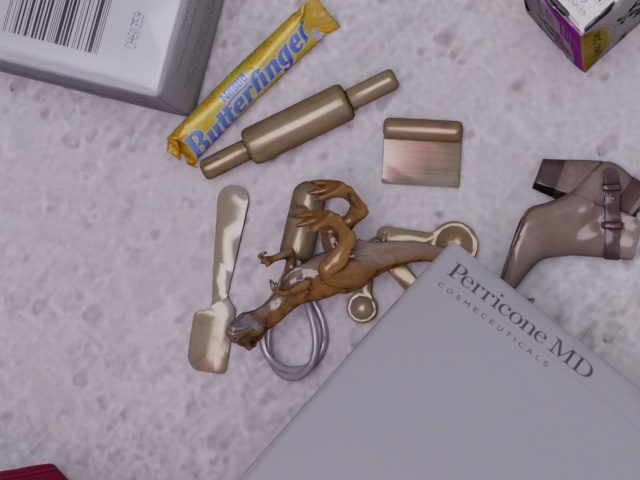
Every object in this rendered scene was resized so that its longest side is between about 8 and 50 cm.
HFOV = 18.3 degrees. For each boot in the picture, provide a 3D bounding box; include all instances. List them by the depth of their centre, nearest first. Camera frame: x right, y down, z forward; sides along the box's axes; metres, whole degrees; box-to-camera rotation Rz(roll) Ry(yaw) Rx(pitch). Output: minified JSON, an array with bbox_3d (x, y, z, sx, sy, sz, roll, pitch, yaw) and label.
[{"bbox_3d":[0.188,-0.004,1.448,0.087,0.042,0.118,20,86,5],"label":"boot"}]

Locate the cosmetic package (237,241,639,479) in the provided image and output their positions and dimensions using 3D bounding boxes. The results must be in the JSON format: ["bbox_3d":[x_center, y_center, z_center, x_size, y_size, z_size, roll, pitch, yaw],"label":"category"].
[{"bbox_3d":[0.046,0.204,1.264,0.217,0.156,0.385,37,50,5],"label":"cosmetic package"}]

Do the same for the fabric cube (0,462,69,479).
[{"bbox_3d":[-0.211,0.337,1.373,0.258,0.254,0.259,43,92,6],"label":"fabric cube"}]

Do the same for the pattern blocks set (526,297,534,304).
[{"bbox_3d":[0.167,0.207,1.444,0.285,0.026,0.325,-24,84,6],"label":"pattern blocks set"}]

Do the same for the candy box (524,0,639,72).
[{"bbox_3d":[0.249,-0.230,1.397,0.233,0.159,0.071,-41,81,4],"label":"candy box"}]

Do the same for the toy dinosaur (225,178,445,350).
[{"bbox_3d":[0.024,0.014,1.447,0.211,0.064,0.112,-18,122,-6],"label":"toy dinosaur"}]

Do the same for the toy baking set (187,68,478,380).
[{"bbox_3d":[-0.001,-0.007,1.480,0.256,0.030,0.197,-21,84,6],"label":"toy baking set"}]

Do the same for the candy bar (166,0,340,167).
[{"bbox_3d":[-0.053,-0.118,1.493,0.161,0.040,0.018,-44,47,3],"label":"candy bar"}]

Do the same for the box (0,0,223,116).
[{"bbox_3d":[-0.167,-0.203,1.470,0.181,0.119,0.182,14,87,8],"label":"box"}]
